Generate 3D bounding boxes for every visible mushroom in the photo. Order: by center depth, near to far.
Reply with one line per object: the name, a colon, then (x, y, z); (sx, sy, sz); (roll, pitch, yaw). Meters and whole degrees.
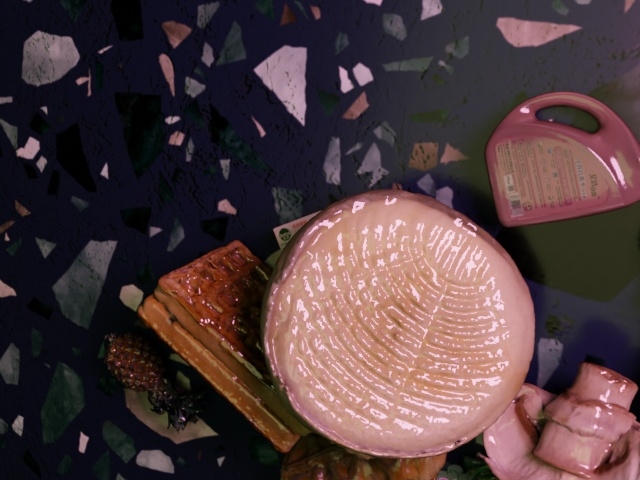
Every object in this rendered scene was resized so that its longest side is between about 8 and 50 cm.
mushroom: (0.361, 0.273, 0.919); (0.254, 0.189, 0.195); (17, 80, 52)

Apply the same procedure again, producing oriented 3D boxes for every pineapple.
pineapple: (-0.296, 0.239, 1.229); (0.221, 0.083, 0.103); (42, 112, 7)

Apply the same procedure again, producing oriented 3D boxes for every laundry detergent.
laundry detergent: (0.339, -0.116, 0.917); (0.237, 0.076, 0.171); (-12, 94, 23)

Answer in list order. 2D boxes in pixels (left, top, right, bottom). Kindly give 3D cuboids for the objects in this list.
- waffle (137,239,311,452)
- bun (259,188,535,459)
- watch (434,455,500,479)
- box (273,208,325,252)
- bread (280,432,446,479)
waffle: (-0.094, 0.149, 1.063); (0.308, 0.213, 0.091); (44, 121, 7)
bun: (0.096, 0.113, 0.966); (0.364, 0.202, 0.364); (1, 83, -5)
watch: (0.257, 0.409, 1.035); (0.165, 0.131, 0.152); (-13, 113, 19)
box: (0.000, 0.000, 1.090); (0.125, 0.043, 0.089); (-18, 93, 24)
bread: (0.067, 0.336, 1.072); (0.268, 0.130, 0.152); (-29, 56, 23)
